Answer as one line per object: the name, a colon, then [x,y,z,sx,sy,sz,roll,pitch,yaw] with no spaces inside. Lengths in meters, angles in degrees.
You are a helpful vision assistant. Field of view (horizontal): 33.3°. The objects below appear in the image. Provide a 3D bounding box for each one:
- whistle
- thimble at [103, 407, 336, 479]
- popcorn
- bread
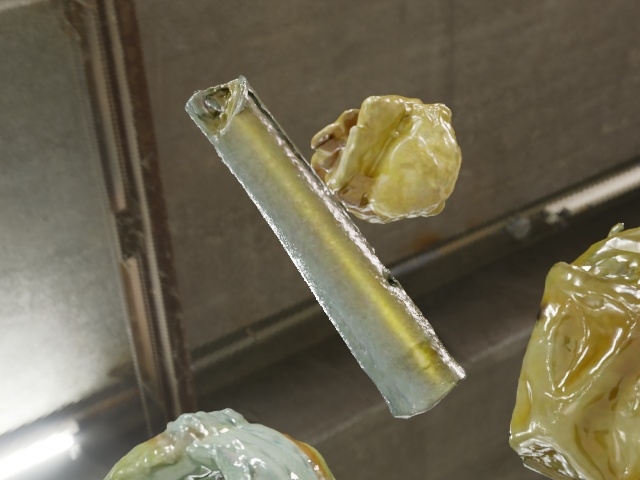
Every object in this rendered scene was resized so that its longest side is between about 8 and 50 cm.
whistle: [0.000,-0.001,0.882,0.068,0.326,0.057,-28,-12,-41]
thimble: [-0.103,0.309,1.030,0.167,0.254,0.288,20,-110,-70]
popcorn: [0.100,-0.107,1.493,0.254,0.190,0.191,-22,-21,-48]
bread: [0.286,0.108,0.766,0.239,0.252,0.195,-34,-57,-40]
